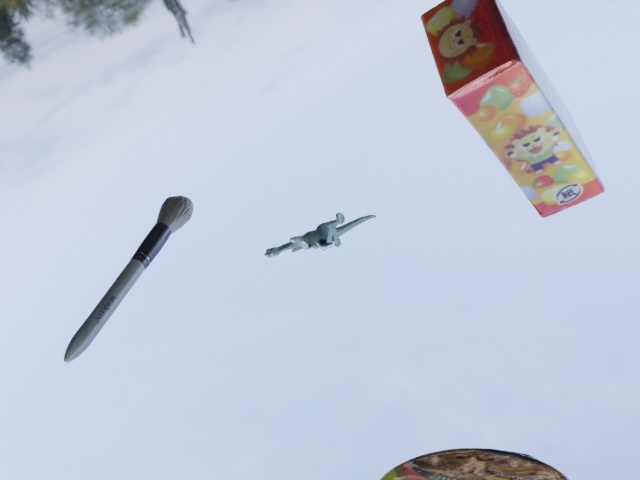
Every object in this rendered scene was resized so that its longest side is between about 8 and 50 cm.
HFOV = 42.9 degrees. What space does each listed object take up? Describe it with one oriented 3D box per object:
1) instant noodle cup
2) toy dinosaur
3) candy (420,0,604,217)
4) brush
[{"bbox_3d":[0.163,0.339,0.846,0.213,0.174,0.213,-5,-168,1],"label":"instant noodle cup"},{"bbox_3d":[-0.001,-0.004,1.238,0.106,0.044,0.187,-26,-178,34],"label":"toy dinosaur"},{"bbox_3d":[0.100,-0.067,0.414,0.038,0.122,0.062,-28,-130,23],"label":"candy"},{"bbox_3d":[-0.237,0.040,1.017,0.042,0.039,0.299,14,-133,16],"label":"brush"}]
